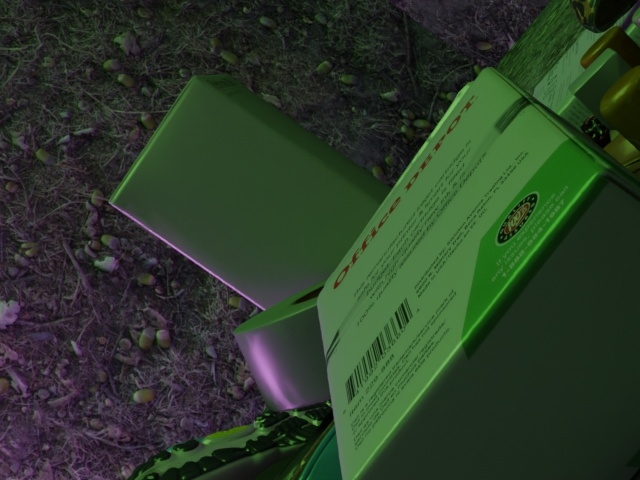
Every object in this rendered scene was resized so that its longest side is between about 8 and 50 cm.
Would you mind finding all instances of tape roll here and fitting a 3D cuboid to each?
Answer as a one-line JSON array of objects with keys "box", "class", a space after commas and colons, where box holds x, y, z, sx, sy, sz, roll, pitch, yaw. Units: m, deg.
[{"box": [0.042, 0.059, 1.000, 0.219, 0.072, 0.219, -24, 2, 1], "class": "tape roll"}]

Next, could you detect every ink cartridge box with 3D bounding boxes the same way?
[{"box": [0.346, -0.229, 1.315, 0.330, 0.071, 0.324, -50, 3, 24], "class": "ink cartridge box"}, {"box": [0.108, 0.033, 0.730, 0.211, 0.121, 0.289, -54, 13, 13], "class": "ink cartridge box"}]

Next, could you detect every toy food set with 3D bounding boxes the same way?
[{"box": [0.243, -0.099, 0.810, 0.111, 0.104, 0.232, -45, 5, 13], "class": "toy food set"}]

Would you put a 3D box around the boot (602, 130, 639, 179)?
[{"box": [0.199, -0.010, 0.908, 0.197, 0.073, 0.152, -56, 4, 25], "class": "boot"}]

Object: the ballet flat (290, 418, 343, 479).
[{"box": [0.014, 0.236, 0.838, 0.124, 0.116, 0.342, 99, -165, -45], "class": "ballet flat"}]

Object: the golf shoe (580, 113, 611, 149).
[{"box": [0.227, -0.040, 1.040, 0.086, 0.067, 0.186, -13, -33, -49], "class": "golf shoe"}]

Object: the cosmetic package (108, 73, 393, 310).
[{"box": [0.000, 0.000, 1.206, 0.155, 0.365, 0.197, -54, 2, 10], "class": "cosmetic package"}]

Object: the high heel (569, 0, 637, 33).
[{"box": [0.342, -0.311, 1.172, 0.261, 0.093, 0.186, -36, 32, 50], "class": "high heel"}]

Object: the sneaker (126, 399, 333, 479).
[{"box": [-0.036, 0.213, 1.088, 0.275, 0.110, 0.107, -16, 15, -17], "class": "sneaker"}]

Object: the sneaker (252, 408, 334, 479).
[{"box": [-0.018, 0.211, 0.982, 0.286, 0.109, 0.130, -46, 24, -28], "class": "sneaker"}]

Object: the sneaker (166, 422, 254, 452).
[{"box": [-0.138, 0.317, 1.493, 0.208, 0.127, 0.319, -18, 2, 18], "class": "sneaker"}]
